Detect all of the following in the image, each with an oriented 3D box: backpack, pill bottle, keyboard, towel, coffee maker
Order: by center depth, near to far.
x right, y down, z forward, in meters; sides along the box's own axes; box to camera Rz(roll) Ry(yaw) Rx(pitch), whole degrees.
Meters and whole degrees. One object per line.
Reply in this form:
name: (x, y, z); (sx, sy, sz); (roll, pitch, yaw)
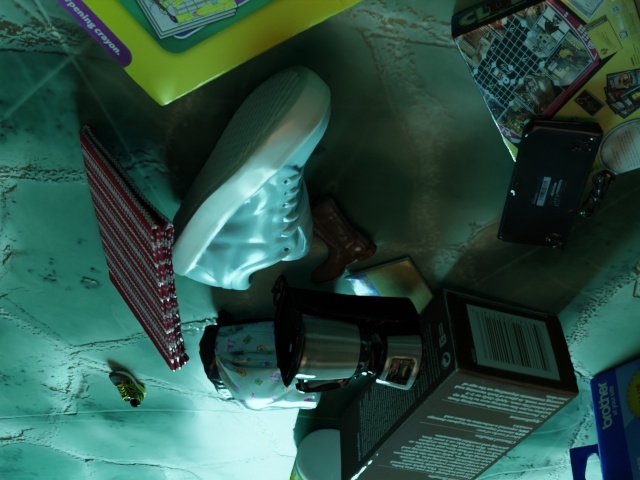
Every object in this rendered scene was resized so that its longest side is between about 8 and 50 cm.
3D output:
keyboard: (0.262, -0.058, 0.875); (0.108, 0.023, 0.180); (8, 139, 7)
towel: (-0.225, 0.017, 0.972); (0.031, 0.199, 0.274); (-26, 144, -26)
coffee maker: (0.036, 0.115, 1.056); (0.178, 0.171, 0.120); (7, 143, -17)
backpack: (-0.070, 0.179, 1.152); (0.182, 0.115, 0.152); (-5, 140, 20)
pill bottle: (0.002, 0.435, 1.422); (0.118, 0.117, 0.208); (9, 136, -4)

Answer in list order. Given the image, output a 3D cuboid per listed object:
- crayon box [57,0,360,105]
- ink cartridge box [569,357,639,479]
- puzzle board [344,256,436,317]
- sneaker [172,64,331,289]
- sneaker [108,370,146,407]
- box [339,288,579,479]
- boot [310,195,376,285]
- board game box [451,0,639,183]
crayon box: (-0.120, -0.321, 0.634); (0.313, 0.106, 0.363); (-22, 131, 25)
ink cartridge box: (0.533, 0.278, 1.084); (0.151, 0.270, 0.395); (34, 130, -22)
puzzle board: (0.104, 0.075, 1.103); (0.096, 0.011, 0.128); (-17, 132, 24)
sneaker: (-0.056, -0.054, 0.904); (0.150, 0.135, 0.366); (23, 146, -19)
sneaker: (-0.318, 0.245, 1.312); (0.031, 0.035, 0.083); (-21, 131, 25)
box: (0.185, 0.247, 1.180); (0.191, 0.143, 0.381); (14, 135, -17)
boot: (0.000, 0.000, 1.014); (0.106, 0.037, 0.114); (-34, 129, 19)
board game box: (0.256, -0.157, 0.816); (0.165, 0.042, 0.243); (-18, 132, 23)
